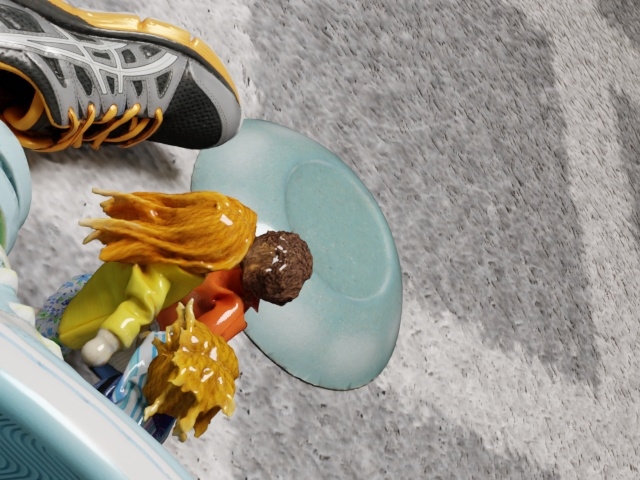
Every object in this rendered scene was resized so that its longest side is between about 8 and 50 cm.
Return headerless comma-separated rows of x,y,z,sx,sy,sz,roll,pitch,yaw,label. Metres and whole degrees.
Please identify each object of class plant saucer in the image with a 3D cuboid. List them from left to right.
0.000,0.000,0.908,0.195,0.037,0.195,31,44,-36,plant saucer

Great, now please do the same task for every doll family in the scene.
-0.089,0.064,0.636,0.118,0.163,0.263,40,40,-27,doll family

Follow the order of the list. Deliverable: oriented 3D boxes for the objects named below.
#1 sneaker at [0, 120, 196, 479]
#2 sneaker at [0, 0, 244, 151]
-0.141,0.023,0.553,0.319,0.127,0.208,31,30,9,sneaker
-0.137,-0.083,0.762,0.215,0.084,0.083,17,55,-33,sneaker
